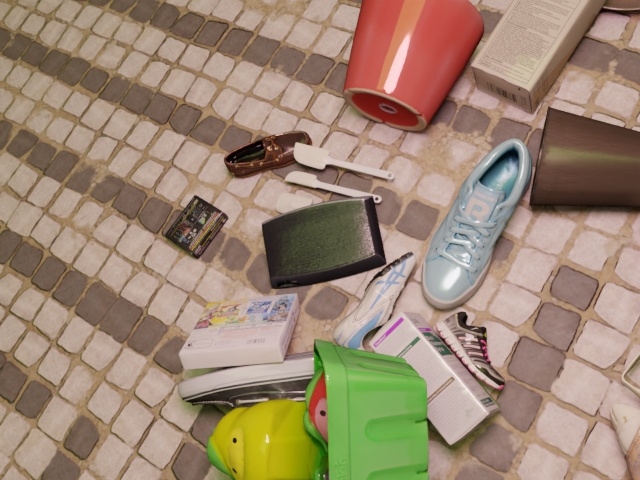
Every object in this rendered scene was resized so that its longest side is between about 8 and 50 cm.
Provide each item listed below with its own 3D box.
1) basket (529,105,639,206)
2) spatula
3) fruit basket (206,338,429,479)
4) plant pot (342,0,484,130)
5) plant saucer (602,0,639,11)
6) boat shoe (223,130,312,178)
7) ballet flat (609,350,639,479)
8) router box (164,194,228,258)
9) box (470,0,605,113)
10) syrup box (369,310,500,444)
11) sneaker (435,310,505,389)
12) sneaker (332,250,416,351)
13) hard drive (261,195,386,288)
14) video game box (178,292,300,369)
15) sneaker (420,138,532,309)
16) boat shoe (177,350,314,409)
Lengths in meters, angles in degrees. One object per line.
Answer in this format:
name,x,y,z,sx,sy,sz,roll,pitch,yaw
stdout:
basket,0.533,-0.146,1.195,0.226,0.154,0.204,10,74,16
spatula,0.030,-0.111,1.383,0.242,0.019,0.168,17,83,16
fruit basket,-0.017,0.359,1.049,0.392,0.283,0.392,0,92,-5
plant pot,0.181,-0.385,1.339,0.275,0.275,0.243,20,85,22
plant saucer,0.687,-0.625,1.392,0.310,0.050,0.311,-5,67,13
boat shoe,-0.121,-0.203,1.444,0.207,0.073,0.073,-23,64,5
ballet flat,0.552,0.277,1.052,0.106,0.107,0.316,20,66,27
router box,-0.284,-0.032,1.440,0.092,0.038,0.122,31,81,25
box,0.466,-0.445,1.316,0.148,0.121,0.311,35,91,25
syrup box,0.207,0.246,1.149,0.096,0.093,0.237,-46,63,15
sneaker,0.292,0.199,1.170,0.075,0.063,0.170,-42,59,4
sneaker,0.121,0.124,1.248,0.086,0.085,0.237,39,79,-1
hard drive,0.000,0.000,1.329,0.254,0.054,0.172,-13,75,12
video game box,-0.156,0.180,1.257,0.205,0.048,0.187,-7,27,14
sneaker,0.296,-0.045,1.218,0.135,0.150,0.366,23,77,24
boat shoe,-0.122,0.296,1.218,0.335,0.121,0.119,-12,85,16
